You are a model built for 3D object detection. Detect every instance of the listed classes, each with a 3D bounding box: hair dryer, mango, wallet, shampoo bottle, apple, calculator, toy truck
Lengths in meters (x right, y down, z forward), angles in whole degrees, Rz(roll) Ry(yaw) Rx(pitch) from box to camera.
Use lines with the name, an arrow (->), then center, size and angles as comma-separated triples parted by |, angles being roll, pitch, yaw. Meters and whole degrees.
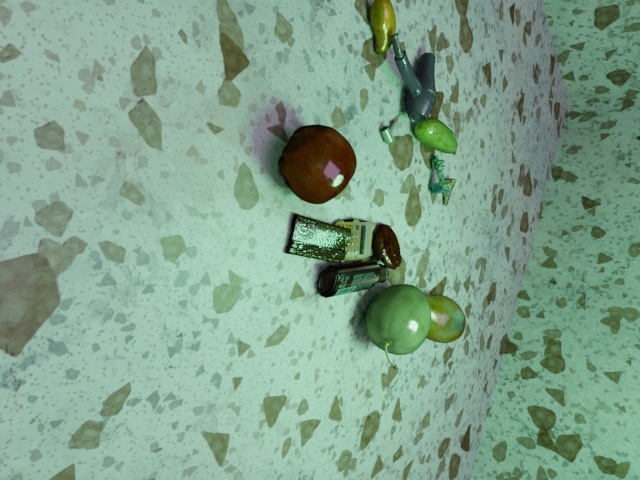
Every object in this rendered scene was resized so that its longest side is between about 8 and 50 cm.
hair dryer -> 0.277, -0.441, 1.593 | 0.063, 0.038, 0.124 | 55, 52, -37
mango -> 0.545, 0.358, 1.905 | 0.384, 0.199, 0.221 | 33, 80, -32
wallet -> 0.000, 0.000, 1.351 | 0.243, 0.039, 0.132 | 14, 91, -39
shampoo bottle -> 0.132, 0.134, 1.491 | 0.323, 0.084, 0.129 | -5, 126, -46
apple -> -0.013, -0.227, 1.196 | 0.230, 0.230, 0.229 | -10, 104, -46
mango -> 0.225, -0.769, 1.448 | 0.098, 0.075, 0.190 | -22, 121, -20
calculator -> 0.113, -0.003, 1.495 | 0.237, 0.033, 0.157 | -1, 98, -44
hair dryer -> 0.355, -0.667, 1.559 | 0.361, 0.121, 0.300 | 34, 63, -52
toy truck -> 0.533, -0.301, 1.874 | 0.067, 0.081, 0.175 | -7, 83, -47

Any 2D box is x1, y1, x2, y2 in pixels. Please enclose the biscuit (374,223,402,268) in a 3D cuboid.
biscuit -> 0.266, 0.025, 1.612 | 0.192, 0.049, 0.192 | 39, 40, -43

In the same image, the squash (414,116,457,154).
squash -> 0.533, -0.455, 1.802 | 0.371, 0.118, 0.118 | 7, 92, -48

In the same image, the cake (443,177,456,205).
cake -> 0.620, -0.242, 2.000 | 0.051, 0.055, 0.139 | -15, 125, -46

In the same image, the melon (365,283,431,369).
melon -> 0.306, 0.307, 1.595 | 0.308, 0.272, 0.271 | -25, 116, -61
